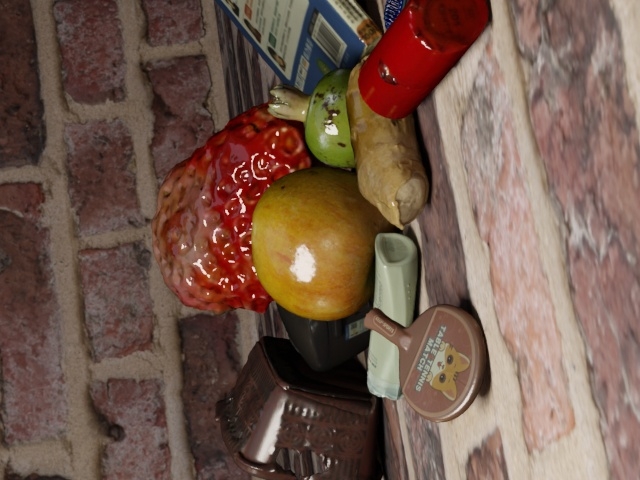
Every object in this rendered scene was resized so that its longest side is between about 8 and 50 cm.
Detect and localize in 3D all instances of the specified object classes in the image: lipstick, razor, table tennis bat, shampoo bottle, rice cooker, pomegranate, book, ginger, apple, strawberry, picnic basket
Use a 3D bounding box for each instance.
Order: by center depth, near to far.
[{"bbox_3d":[0.085,-0.168,1.184,0.280,0.073,0.073,138,126,-81],"label":"lipstick"},{"bbox_3d":[0.135,0.113,1.260,0.170,0.119,0.107,32,104,51],"label":"table tennis bat"},{"bbox_3d":[0.080,-0.274,1.281,0.044,0.028,0.154,-112,19,-48],"label":"razor"},{"bbox_3d":[0.067,-0.097,1.352,0.095,0.069,0.190,92,169,-73],"label":"ginger"},{"bbox_3d":[0.080,0.087,1.464,0.072,0.049,0.212,-105,12,-50],"label":"shampoo bottle"},{"bbox_3d":[0.011,-0.140,1.470,0.114,0.142,0.114,15,-90,-85],"label":"pomegranate"},{"bbox_3d":[0.000,0.000,1.493,0.182,0.155,0.182,-54,-24,-38],"label":"apple"},{"bbox_3d":[-0.091,-0.344,1.630,0.428,0.039,0.300,51,164,7],"label":"book"},{"bbox_3d":[0.006,0.072,1.669,0.203,0.118,0.142,89,155,-44],"label":"rice cooker"},{"bbox_3d":[-0.128,-0.055,1.773,0.336,0.149,0.265,119,147,-41],"label":"strawberry"},{"bbox_3d":[-0.024,0.226,1.803,0.297,0.223,0.129,-130,52,-75],"label":"picnic basket"}]

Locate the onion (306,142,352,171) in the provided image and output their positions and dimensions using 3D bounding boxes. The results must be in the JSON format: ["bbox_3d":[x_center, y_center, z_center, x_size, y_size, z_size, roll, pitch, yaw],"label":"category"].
[{"bbox_3d":[-0.012,-0.023,1.819,0.247,0.111,0.250,-140,46,-80],"label":"onion"}]
